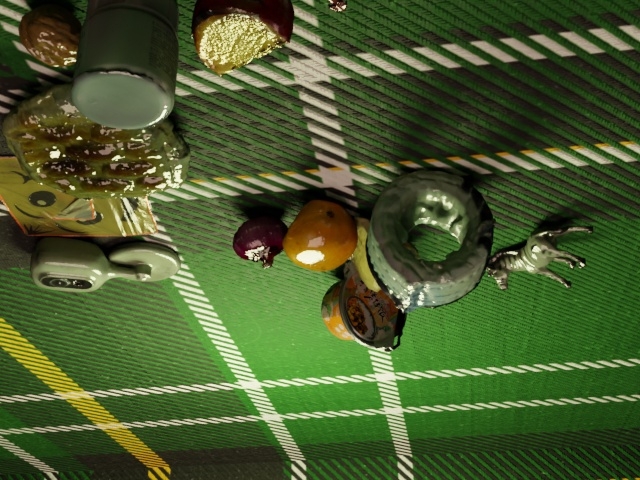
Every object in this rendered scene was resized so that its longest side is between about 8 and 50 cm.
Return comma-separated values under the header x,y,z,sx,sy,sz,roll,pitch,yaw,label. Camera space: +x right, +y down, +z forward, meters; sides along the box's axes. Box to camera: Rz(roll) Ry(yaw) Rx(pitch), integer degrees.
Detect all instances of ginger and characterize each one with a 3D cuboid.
x,y,z,sx,sy,sz,roll,pitch,yaw,label
0.129,0.014,1.753,0.122,0.115,0.193,-21,143,-7,ginger

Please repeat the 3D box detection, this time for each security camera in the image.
x,y,z,sx,sy,sz,roll,pitch,yaw,label
-0.439,0.059,1.831,0.301,0.080,0.157,4,150,-14,security camera

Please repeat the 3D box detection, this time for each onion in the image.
x,y,z,sx,sy,sz,roll,pitch,yaw,label
-0.112,0.003,1.702,0.115,0.104,0.115,-13,167,-3,onion

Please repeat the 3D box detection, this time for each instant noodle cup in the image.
x,y,z,sx,sy,sz,roll,pitch,yaw,label
0.082,0.144,1.913,0.177,0.208,0.125,-13,177,-34,instant noodle cup

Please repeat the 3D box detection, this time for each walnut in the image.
x,y,z,sx,sy,sz,roll,pitch,yaw,label
-0.365,-0.280,1.216,0.079,0.082,0.096,10,168,47,walnut

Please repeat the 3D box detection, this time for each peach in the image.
x,y,z,sx,sy,sz,roll,pitch,yaw,label
-0.105,-0.293,1.183,0.127,0.092,0.172,14,160,-15,peach

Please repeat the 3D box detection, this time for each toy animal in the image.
x,y,z,sx,sy,sz,roll,pitch,yaw,label
0.435,0.028,1.792,0.176,0.073,0.217,15,147,3,toy animal

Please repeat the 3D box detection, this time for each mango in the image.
x,y,z,sx,sy,sz,roll,pitch,yaw,label
0.004,0.005,1.689,0.141,0.102,0.217,-40,162,-12,mango

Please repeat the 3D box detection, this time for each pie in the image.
x,y,z,sx,sy,sz,roll,pitch,yaw,label
-0.366,-0.148,1.449,0.306,0.071,0.306,-1,145,0,pie

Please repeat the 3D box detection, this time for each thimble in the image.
x,y,z,sx,sy,sz,roll,pitch,yaw,label
0.189,0.005,1.574,0.237,0.237,0.150,-1,152,1,thimble

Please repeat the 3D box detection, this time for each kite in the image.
x,y,z,sx,sy,sz,roll,pitch,yaw,label
-0.471,-0.069,1.660,0.377,0.013,0.327,23,144,-37,kite

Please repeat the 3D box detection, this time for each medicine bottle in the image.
x,y,z,sx,sy,sz,roll,pitch,yaw,label
-0.254,-0.248,1.179,0.135,0.168,0.135,-1,152,0,medicine bottle

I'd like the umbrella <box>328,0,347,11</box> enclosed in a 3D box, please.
x,y,z,sx,sy,sz,roll,pitch,yaw,label
-0.014,-0.345,1.158,0.027,0.025,0.165,-38,140,17,umbrella
